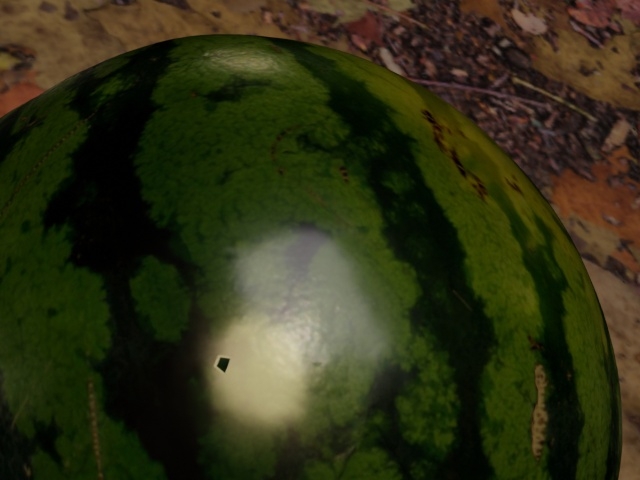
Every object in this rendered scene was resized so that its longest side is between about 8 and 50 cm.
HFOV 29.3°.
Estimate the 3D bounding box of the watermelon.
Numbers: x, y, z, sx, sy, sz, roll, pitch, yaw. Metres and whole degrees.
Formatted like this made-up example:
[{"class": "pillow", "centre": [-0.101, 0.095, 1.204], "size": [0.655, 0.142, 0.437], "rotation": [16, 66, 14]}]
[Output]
[{"class": "watermelon", "centre": [-0.028, 0.060, 0.478], "size": [0.285, 0.285, 0.285], "rotation": [13, 51, -16]}]
